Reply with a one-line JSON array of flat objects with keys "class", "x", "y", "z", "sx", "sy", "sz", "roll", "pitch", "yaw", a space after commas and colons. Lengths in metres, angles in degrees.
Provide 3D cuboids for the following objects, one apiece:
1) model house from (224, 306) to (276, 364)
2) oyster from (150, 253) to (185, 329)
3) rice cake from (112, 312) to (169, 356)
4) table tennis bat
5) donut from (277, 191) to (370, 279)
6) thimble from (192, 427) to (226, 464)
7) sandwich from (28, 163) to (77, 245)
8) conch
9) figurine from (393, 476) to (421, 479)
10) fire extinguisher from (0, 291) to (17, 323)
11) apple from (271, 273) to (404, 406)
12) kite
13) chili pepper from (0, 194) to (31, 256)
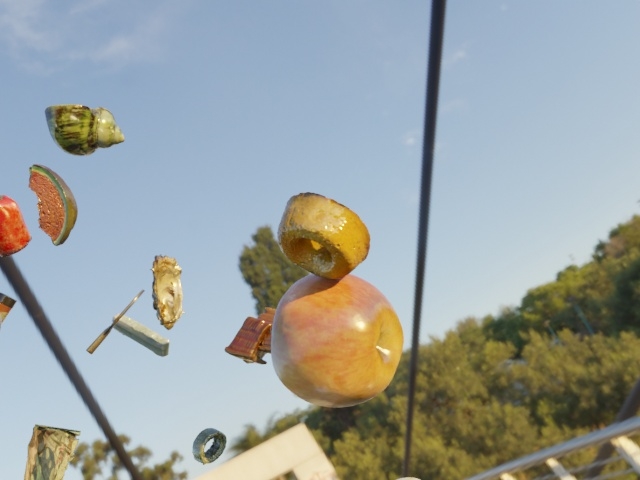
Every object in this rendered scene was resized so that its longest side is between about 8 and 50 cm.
[{"class": "model house", "x": -0.202, "y": 0.368, "z": 2.514, "sx": 0.229, "sy": 0.200, "sz": 0.219, "roll": -38, "pitch": -41, "yaw": -46}, {"class": "oyster", "x": -0.362, "y": 0.120, "z": 1.623, "sx": 0.056, "sy": 0.177, "sz": 0.105, "roll": -12, "pitch": 1, "yaw": 18}, {"class": "rice cake", "x": -0.615, "y": 0.321, "z": 2.378, "sx": 0.040, "sy": 0.226, "sz": 0.085, "roll": -53, "pitch": -15, "yaw": -41}, {"class": "table tennis bat", "x": -0.592, "y": 0.232, "z": 2.018, "sx": 0.234, "sy": 0.022, "sz": 0.131, "roll": -51, "pitch": 8, "yaw": -11}, {"class": "donut", "x": 0.000, "y": 0.002, "z": 1.862, "sx": 0.108, "sy": 0.278, "sz": 0.277, "roll": -60, "pitch": -1, "yaw": -28}, {"class": "thimble", "x": -0.341, "y": 0.629, "z": 2.127, "sx": 0.062, "sy": 0.084, "sz": 0.110, "roll": 4, "pitch": 55, "yaw": 52}, {"class": "sandwich", "x": -0.424, "y": -0.060, "z": 1.111, "sx": 0.067, "sy": 0.135, "sz": 0.029, "roll": -15, "pitch": 4, "yaw": 17}, {"class": "conch", "x": -0.628, "y": -0.298, "z": 1.865, "sx": 0.182, "sy": 0.124, "sz": 0.187, "roll": -17, "pitch": -8, "yaw": -16}, {"class": "figurine", "x": 0.285, "y": 0.866, "z": 2.070, "sx": 0.227, "sy": 0.274, "sz": 0.394, "roll": -21, "pitch": -7, "yaw": -5}, {"class": "fire extinguisher", "x": -0.861, "y": 0.220, "z": 1.807, "sx": 0.177, "sy": 0.050, "sz": 0.062, "roll": -61, "pitch": -17, "yaw": -12}, {"class": "apple", "x": 0.047, "y": 0.283, "z": 1.978, "sx": 0.347, "sy": 0.391, "sz": 0.391, "roll": 2, "pitch": -3, "yaw": 27}, {"class": "kite", "x": -0.527, "y": 0.488, "z": 1.326, "sx": 0.014, "sy": 0.406, "sz": 0.368, "roll": 4, "pitch": -61, "yaw": -1}, {"class": "chili pepper", "x": -0.720, "y": -0.061, "z": 1.554, "sx": 0.086, "sy": 0.192, "sz": 0.084, "roll": -33, "pitch": 31, "yaw": -31}]
